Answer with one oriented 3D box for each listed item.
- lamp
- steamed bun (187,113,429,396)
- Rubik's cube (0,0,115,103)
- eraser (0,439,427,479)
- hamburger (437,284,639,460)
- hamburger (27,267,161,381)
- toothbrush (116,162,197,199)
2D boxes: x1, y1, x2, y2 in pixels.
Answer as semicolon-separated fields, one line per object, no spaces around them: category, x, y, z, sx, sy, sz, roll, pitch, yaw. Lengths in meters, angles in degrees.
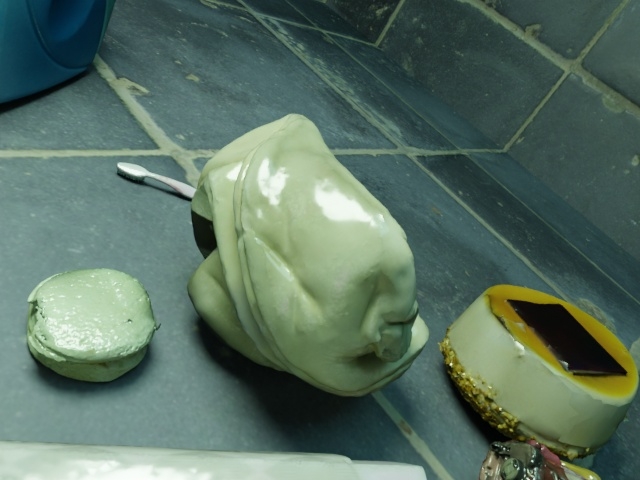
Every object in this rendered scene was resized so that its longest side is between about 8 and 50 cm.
lamp;0.320;0.346;0.679;0.253;0.118;0.118;35;30;-9
steamed bun;-0.039;0.043;0.657;0.346;0.237;0.394;60;-4;-6
Rubik's cube;-0.518;-0.442;0.780;0.347;0.352;0.351;30;33;-7
eraser;-0.108;0.230;0.378;0.397;0.082;0.213;7;38;-12
hamburger;0.330;0.201;0.828;0.294;0.179;0.276;7;30;-28
hamburger;-0.243;0.084;0.577;0.133;0.062;0.140;14;38;-27
toothbrush;-0.196;-0.074;0.875;0.269;0.027;0.021;19;69;-22
